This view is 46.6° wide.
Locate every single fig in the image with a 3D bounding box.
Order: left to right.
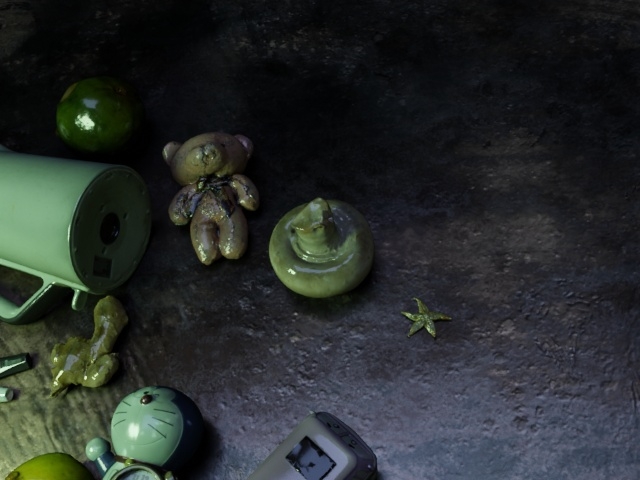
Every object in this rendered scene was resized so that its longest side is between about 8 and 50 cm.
[{"bbox_3d":[-0.460,0.432,1.262,0.152,0.121,0.136,-3,48,-18],"label":"fig"},{"bbox_3d":[-0.519,-0.271,1.712,0.244,0.195,0.195,-26,47,38],"label":"fig"}]

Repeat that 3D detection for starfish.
[{"bbox_3d":[0.195,0.140,1.374,0.086,0.016,0.092,-15,53,-1],"label":"starfish"}]

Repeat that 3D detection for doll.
[{"bbox_3d":[-0.225,-0.106,1.541,0.201,0.156,0.303,-11,60,-3],"label":"doll"}]

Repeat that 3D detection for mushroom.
[{"bbox_3d":[0.000,0.000,1.394,0.204,0.204,0.204,-5,57,8],"label":"mushroom"}]

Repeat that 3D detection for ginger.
[{"bbox_3d":[-0.450,0.199,1.442,0.132,0.059,0.214,-1,59,6],"label":"ginger"}]

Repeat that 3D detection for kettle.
[{"bbox_3d":[-0.583,-0.005,1.526,0.376,0.250,0.361,12,89,21],"label":"kettle"}]

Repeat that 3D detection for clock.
[{"bbox_3d":[-0.297,0.364,1.254,0.199,0.146,0.243,14,65,14],"label":"clock"}]

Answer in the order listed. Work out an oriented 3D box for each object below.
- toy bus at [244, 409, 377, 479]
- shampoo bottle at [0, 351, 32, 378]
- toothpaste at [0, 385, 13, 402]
[{"bbox_3d":[-0.013,0.380,1.183,0.202,0.142,0.142,-43,59,-17],"label":"toy bus"},{"bbox_3d":[-0.638,0.253,1.465,0.137,0.027,0.048,-16,65,2],"label":"shampoo bottle"},{"bbox_3d":[-0.700,0.298,1.448,0.218,0.033,0.052,-2,57,14],"label":"toothpaste"}]
